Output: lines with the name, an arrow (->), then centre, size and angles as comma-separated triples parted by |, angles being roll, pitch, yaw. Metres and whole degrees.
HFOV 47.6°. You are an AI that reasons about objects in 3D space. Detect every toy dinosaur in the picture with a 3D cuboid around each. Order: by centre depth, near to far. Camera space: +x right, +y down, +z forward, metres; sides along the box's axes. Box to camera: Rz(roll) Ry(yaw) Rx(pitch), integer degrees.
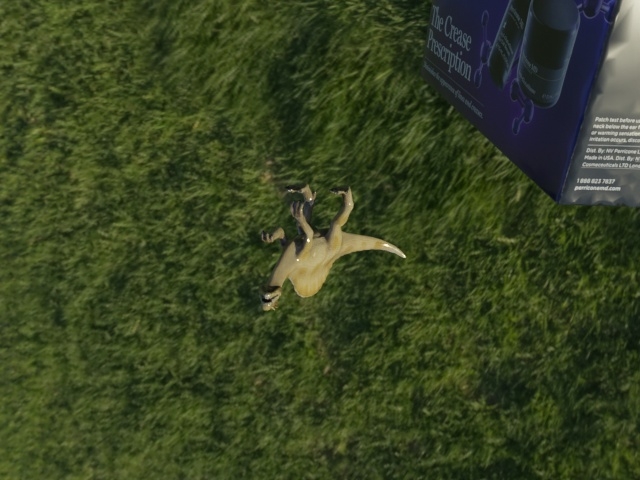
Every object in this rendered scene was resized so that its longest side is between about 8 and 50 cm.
toy dinosaur -> 0.000, 0.000, 0.607 | 0.053, 0.183, 0.093 | 14, 114, 38

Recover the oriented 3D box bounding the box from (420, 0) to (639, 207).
box -> 0.161, -0.157, 0.474 | 0.103, 0.261, 0.184 | 3, 117, -13
